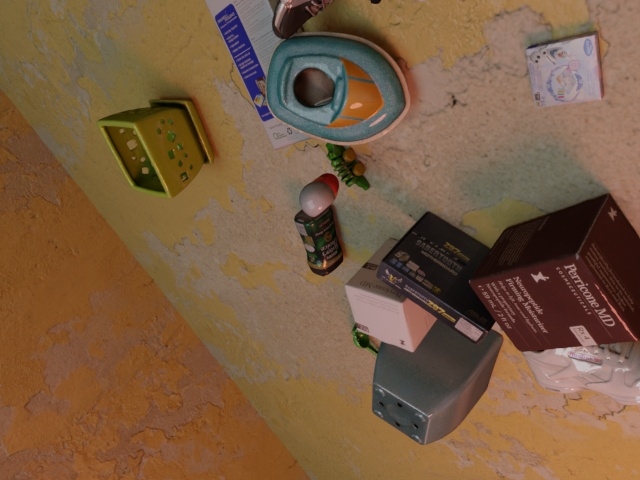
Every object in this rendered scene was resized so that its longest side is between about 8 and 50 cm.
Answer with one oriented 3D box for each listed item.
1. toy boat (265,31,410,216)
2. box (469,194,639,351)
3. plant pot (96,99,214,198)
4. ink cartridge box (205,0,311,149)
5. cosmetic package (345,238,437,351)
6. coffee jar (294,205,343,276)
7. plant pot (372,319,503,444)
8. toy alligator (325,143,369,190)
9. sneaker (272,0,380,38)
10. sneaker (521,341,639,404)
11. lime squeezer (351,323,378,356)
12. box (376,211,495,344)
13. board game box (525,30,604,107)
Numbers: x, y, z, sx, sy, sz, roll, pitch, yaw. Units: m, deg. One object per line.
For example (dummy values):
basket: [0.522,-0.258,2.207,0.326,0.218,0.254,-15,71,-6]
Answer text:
toy boat: [0.019,-0.205,0.862,0.268,0.148,0.318,11,114,9]
box: [0.398,0.061,0.784,0.168,0.167,0.203,52,146,-7]
plant pot: [-0.447,-0.274,1.338,0.228,0.207,0.227,14,134,39]
ink cartridge box: [-0.106,-0.379,0.974,0.176,0.069,0.370,-4,120,49]
cosmetic package: [0.179,0.118,1.067,0.151,0.184,0.151,14,134,39]
coffee jar: [0.000,0.000,1.224,0.079,0.096,0.184,19,138,39]
plant pot: [0.251,0.328,1.140,0.248,0.252,0.247,25,140,29]
toy alligator: [0.039,-0.179,1.038,0.189,0.051,0.056,54,145,-9]
sneaker: [0.026,-0.398,0.756,0.132,0.086,0.228,37,118,-4]
sneaker: [0.502,0.213,0.869,0.152,0.114,0.305,53,146,-10]
lime squeezer: [0.138,0.271,1.382,0.110,0.059,0.310,16,135,38]
box: [0.256,0.065,0.930,0.233,0.183,0.059,35,144,19]
board game box: [0.346,-0.238,0.671,0.090,0.020,0.090,6,129,45]
